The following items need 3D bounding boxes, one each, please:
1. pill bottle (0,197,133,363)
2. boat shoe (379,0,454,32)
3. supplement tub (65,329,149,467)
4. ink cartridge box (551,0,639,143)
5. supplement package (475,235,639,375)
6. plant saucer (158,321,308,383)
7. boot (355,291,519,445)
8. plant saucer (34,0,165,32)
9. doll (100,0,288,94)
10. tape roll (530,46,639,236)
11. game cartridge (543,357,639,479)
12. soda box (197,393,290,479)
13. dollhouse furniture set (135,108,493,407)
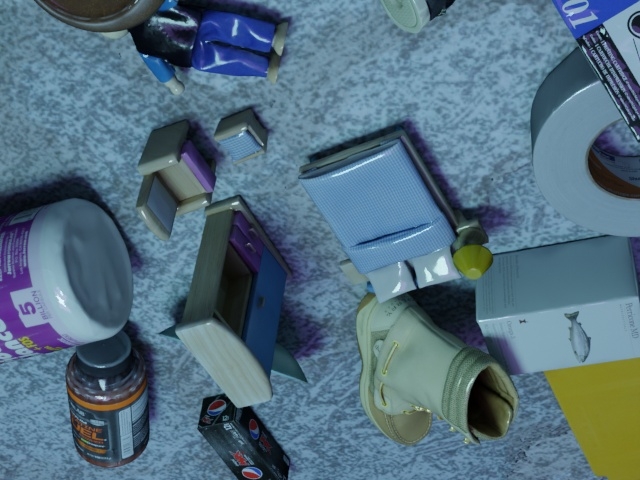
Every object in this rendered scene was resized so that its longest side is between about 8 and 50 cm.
[{"bbox_3d":[-0.386,0.063,1.378,0.302,0.169,0.169,-14,130,19],"label":"pill bottle"},{"bbox_3d":[0.070,-0.304,1.053,0.079,0.084,0.233,-33,124,-15],"label":"boat shoe"},{"bbox_3d":[-0.278,0.201,1.543,0.106,0.106,0.197,6,133,1],"label":"supplement tub"},{"bbox_3d":[0.277,-0.201,1.069,0.097,0.046,0.207,-30,100,18],"label":"ink cartridge box"},{"bbox_3d":[0.277,0.076,1.355,0.179,0.105,0.105,-11,131,16],"label":"supplement package"},{"bbox_3d":[-0.102,0.130,1.452,0.195,0.037,0.195,19,173,2],"label":"plant saucer"},{"bbox_3d":[0.144,0.192,1.421,0.203,0.095,0.262,34,145,40],"label":"boot"},{"bbox_3d":[-0.219,-0.271,1.109,0.169,0.029,0.168,4,120,7],"label":"plant saucer"},{"bbox_3d":[-0.132,-0.200,1.181,0.189,0.046,0.129,12,133,-5],"label":"doll"},{"bbox_3d":[0.325,-0.106,1.200,0.219,0.072,0.219,4,133,4],"label":"tape roll"},{"bbox_3d":[0.471,0.193,1.489,0.324,0.052,0.285,-13,131,22],"label":"game cartridge"},{"bbox_3d":[-0.105,0.284,1.635,0.060,0.053,0.169,-14,130,20],"label":"soda box"},{"bbox_3d":[0.000,0.000,1.252,0.303,0.198,0.286,-17,129,21],"label":"dollhouse furniture set"}]
